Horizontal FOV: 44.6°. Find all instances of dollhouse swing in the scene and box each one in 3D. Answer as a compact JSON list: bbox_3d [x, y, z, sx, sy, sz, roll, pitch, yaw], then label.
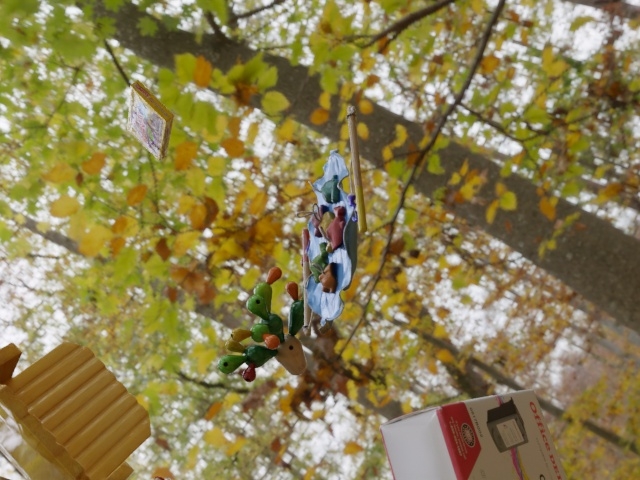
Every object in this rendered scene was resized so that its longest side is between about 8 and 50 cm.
[{"bbox_3d":[-0.493,0.341,1.601,0.305,0.347,0.315,-41,-3,-40],"label":"dollhouse swing"}]

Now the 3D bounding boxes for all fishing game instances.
[{"bbox_3d":[0.000,0.000,0.804,0.264,0.041,0.189,117,153,-63],"label":"fishing game"}]

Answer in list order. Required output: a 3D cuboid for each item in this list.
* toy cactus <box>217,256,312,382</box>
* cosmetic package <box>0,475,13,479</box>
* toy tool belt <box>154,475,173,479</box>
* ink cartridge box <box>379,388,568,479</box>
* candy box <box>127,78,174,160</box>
[{"bbox_3d":[-0.057,0.145,1.214,0.219,0.112,0.180,-53,-42,-28],"label":"toy cactus"},{"bbox_3d":[-0.657,0.461,1.390,0.117,0.085,0.231,-17,-27,3],"label":"cosmetic package"},{"bbox_3d":[-0.260,0.441,1.343,0.052,0.083,0.051,71,-146,-50],"label":"toy tool belt"},{"bbox_3d":[0.255,0.367,1.231,0.131,0.226,0.306,-31,-22,37],"label":"ink cartridge box"},{"bbox_3d":[-0.358,-0.247,1.631,0.027,0.105,0.206,-42,-3,-23],"label":"candy box"}]
